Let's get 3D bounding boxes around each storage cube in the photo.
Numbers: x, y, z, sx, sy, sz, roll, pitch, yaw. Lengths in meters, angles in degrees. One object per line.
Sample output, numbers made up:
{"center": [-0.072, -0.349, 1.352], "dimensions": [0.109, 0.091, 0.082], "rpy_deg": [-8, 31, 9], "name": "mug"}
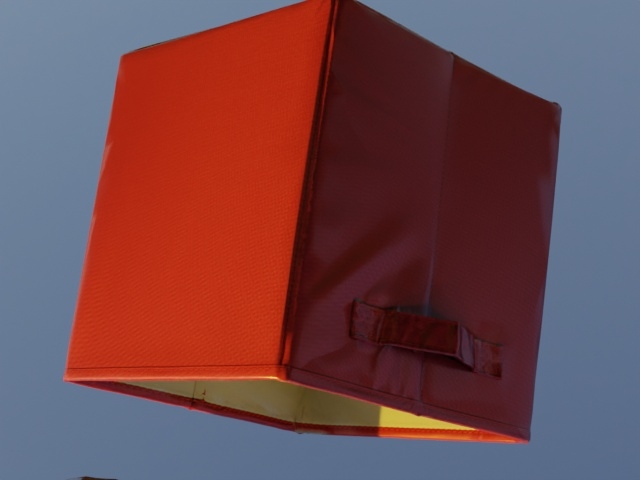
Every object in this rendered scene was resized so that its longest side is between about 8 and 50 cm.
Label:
{"center": [0.000, 0.000, 0.775], "dimensions": [0.215, 0.184, 0.193], "rpy_deg": [-7, -110, 47], "name": "storage cube"}

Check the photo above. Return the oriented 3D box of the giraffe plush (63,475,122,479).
{"center": [-0.105, 0.191, 0.445], "dimensions": [0.181, 0.210, 0.170], "rpy_deg": [-38, -179, 5], "name": "giraffe plush"}
